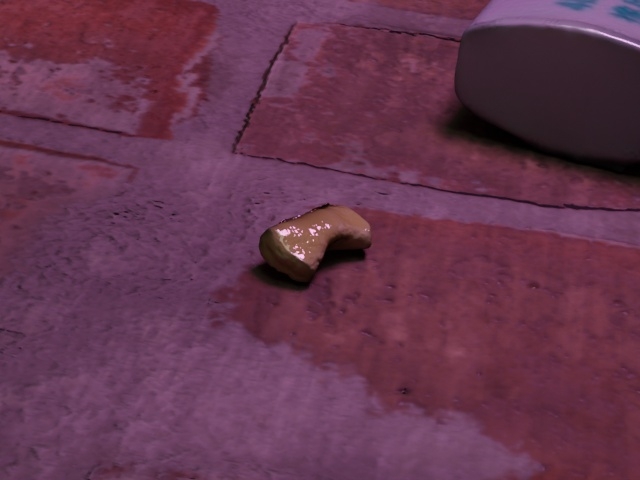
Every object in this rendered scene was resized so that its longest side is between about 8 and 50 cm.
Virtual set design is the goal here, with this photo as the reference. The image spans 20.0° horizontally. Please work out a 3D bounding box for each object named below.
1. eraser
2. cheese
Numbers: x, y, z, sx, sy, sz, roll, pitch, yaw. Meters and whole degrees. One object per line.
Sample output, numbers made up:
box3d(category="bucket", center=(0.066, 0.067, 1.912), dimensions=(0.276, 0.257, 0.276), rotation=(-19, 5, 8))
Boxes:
box3d(category="eraser", center=(0.229, -0.160, 1.418), dimensions=(0.189, 0.104, 0.290), rotation=(11, 27, 15))
box3d(category="cheese", center=(0.000, 0.000, 1.137), dimensions=(0.044, 0.030, 0.083), rotation=(46, 38, 21))
